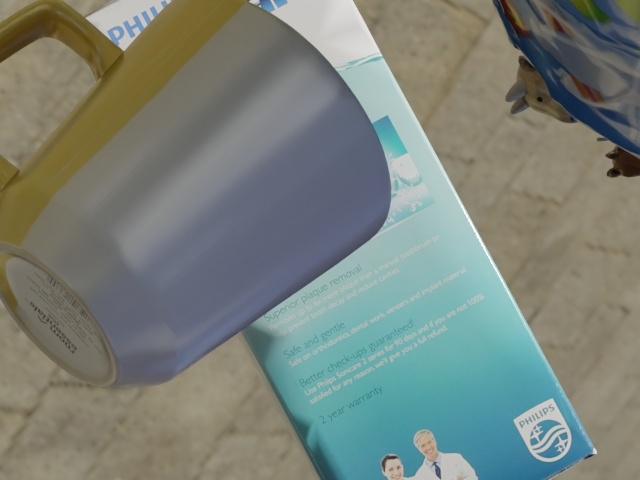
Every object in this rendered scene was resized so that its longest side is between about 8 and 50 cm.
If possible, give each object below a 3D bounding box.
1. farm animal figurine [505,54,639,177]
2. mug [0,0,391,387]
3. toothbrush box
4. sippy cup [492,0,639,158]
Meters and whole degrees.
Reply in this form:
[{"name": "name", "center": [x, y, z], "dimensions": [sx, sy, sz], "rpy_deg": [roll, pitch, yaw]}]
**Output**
[{"name": "farm animal figurine", "center": [0.230, -0.209, 1.646], "dimensions": [0.172, 0.326, 0.330], "rpy_deg": [-25, 134, 1]}, {"name": "mug", "center": [-0.035, -0.007, 0.347], "dimensions": [0.064, 0.078, 0.062], "rpy_deg": [-44, 134, -28]}, {"name": "toothbrush box", "center": [0.000, 0.000, 0.914], "dimensions": [0.126, 0.295, 0.216], "rpy_deg": [-30, -179, -3]}, {"name": "sippy cup", "center": [0.123, -0.124, 0.393], "dimensions": [0.240, 0.305, 0.224], "rpy_deg": [-10, 155, -2]}]
